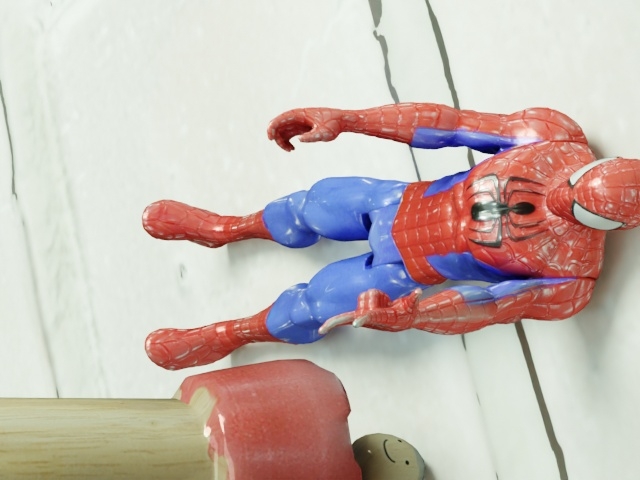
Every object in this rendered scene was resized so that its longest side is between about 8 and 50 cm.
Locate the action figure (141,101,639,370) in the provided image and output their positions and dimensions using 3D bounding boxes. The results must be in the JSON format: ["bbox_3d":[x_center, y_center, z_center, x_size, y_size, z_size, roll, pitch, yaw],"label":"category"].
[{"bbox_3d":[0.000,0.000,0.772,0.280,0.139,0.091,-12,78,46],"label":"action figure"}]

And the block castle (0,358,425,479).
[{"bbox_3d":[-0.044,0.292,0.741,0.303,0.213,0.453,-56,41,46],"label":"block castle"}]
